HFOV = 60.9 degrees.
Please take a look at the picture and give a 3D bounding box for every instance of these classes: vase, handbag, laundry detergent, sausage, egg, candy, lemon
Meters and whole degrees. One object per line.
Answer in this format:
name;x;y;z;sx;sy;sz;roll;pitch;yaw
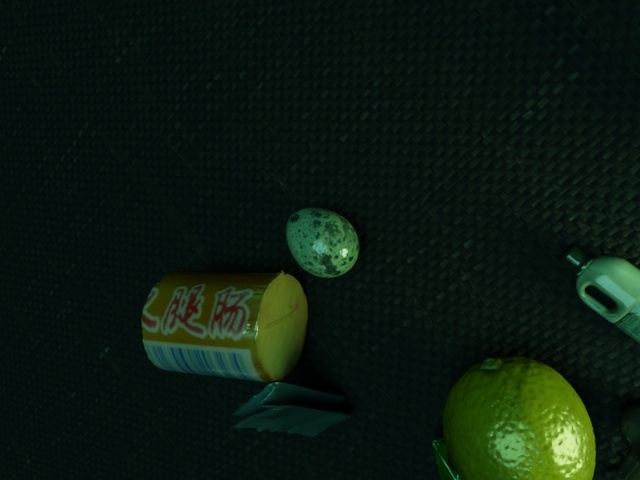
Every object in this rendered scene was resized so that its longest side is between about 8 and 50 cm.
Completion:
vase;0.554;0.359;0.928;0.120;0.120;0.182;25;120;19
handbag;-0.057;0.363;1.143;0.144;0.221;0.057;-41;47;30
laundry detergent;0.510;0.091;0.924;0.226;0.070;0.099;39;117;13
sausage;-0.202;0.179;1.165;0.287;0.233;0.232;0;97;25
egg;0.000;0.000;1.103;0.172;0.132;0.132;40;111;26
candy;0.285;0.483;1.079;0.141;0.078;0.203;2;104;24
lemon;0.339;0.335;0.943;0.268;0.267;0.267;4;99;23
